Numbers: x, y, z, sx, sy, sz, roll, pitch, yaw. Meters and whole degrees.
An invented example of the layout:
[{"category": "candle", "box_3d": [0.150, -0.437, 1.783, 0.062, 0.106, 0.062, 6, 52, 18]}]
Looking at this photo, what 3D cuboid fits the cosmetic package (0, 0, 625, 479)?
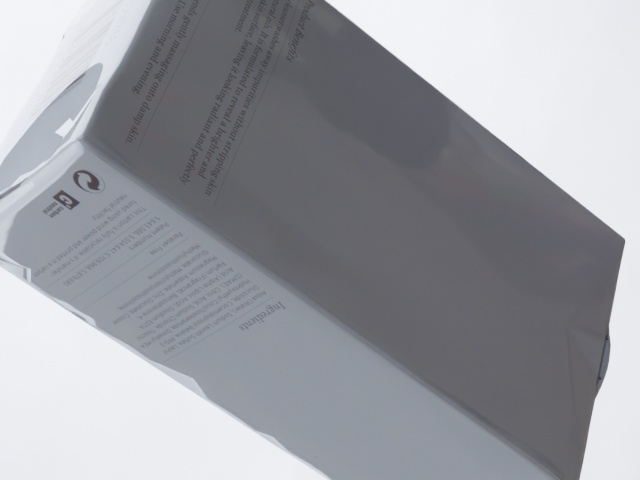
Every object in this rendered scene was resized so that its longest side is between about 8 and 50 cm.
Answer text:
[{"category": "cosmetic package", "box_3d": [0.000, 0.000, 1.021, 0.385, 0.156, 0.217, 39, -131, -21]}]
